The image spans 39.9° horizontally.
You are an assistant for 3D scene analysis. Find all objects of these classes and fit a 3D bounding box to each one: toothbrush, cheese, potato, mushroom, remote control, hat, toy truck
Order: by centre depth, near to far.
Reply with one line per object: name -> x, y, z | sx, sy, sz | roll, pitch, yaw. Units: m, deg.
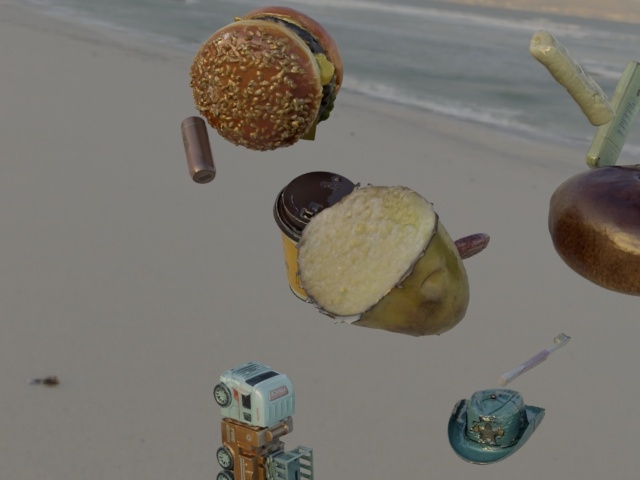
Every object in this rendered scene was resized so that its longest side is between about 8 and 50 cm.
toy truck -> -0.068, 0.249, 1.106 | 0.115, 0.177, 0.080 | 7, 14, 41
toothbrush -> 0.304, 0.165, 1.237 | 0.017, 0.014, 0.194 | 34, 34, 28
cheese -> 0.379, -0.243, 1.322 | 0.194, 0.043, 0.065 | 36, 38, -31
hat -> 0.273, 0.269, 1.372 | 0.138, 0.078, 0.191 | 3, 19, 27
mushroom -> 0.606, -0.008, 1.634 | 0.345, 0.259, 0.345 | -11, 36, 8
potato -> 0.139, 0.066, 1.657 | 0.237, 0.301, 0.288 | 37, 17, -47
remote control -> 0.613, -0.249, 1.810 | 0.038, 0.233, 0.098 | 25, 2, 38

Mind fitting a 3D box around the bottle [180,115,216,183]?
bottle -> -0.239, -0.178, 1.721 | 0.053, 0.053, 0.140 | 0, 56, -23

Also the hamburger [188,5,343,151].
hamburger -> -0.109, -0.315, 1.745 | 0.291, 0.291, 0.225 | 10, 34, 13

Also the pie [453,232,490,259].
pie -> 0.333, 0.023, 2.081 | 0.154, 0.036, 0.154 | -22, -12, -5

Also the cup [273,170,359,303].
cup -> 0.000, 0.000, 1.857 | 0.196, 0.279, 0.196 | 1, 49, -1
